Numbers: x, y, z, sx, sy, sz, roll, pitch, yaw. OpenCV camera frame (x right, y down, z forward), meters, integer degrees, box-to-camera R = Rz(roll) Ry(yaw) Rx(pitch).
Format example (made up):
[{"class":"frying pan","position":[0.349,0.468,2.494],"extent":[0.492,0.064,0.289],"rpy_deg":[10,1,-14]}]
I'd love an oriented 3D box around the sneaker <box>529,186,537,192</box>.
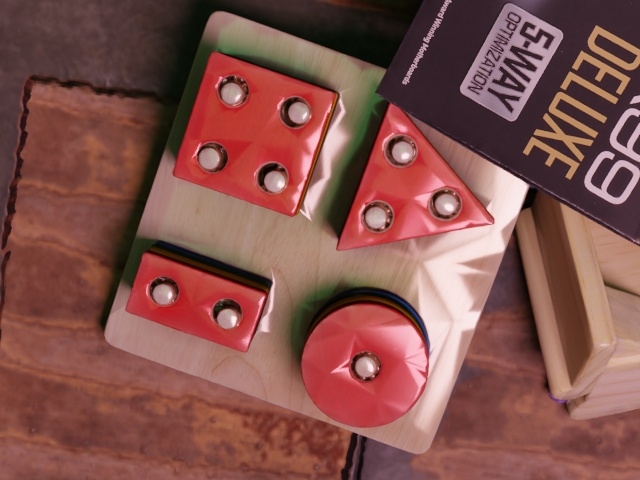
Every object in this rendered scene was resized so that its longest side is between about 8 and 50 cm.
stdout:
[{"class":"sneaker","position":[0.177,-0.071,1.026],"extent":[0.162,0.063,0.073],"rpy_deg":[9,102,4]}]

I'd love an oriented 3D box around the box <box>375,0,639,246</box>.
[{"class":"box","position":[0.211,-0.166,0.840],"extent":[0.242,0.076,0.307],"rpy_deg":[32,113,8]}]

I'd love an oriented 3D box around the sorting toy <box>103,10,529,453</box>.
[{"class":"sorting toy","position":[0.000,0.000,0.967],"extent":[0.255,0.089,0.257],"rpy_deg":[20,98,0]}]

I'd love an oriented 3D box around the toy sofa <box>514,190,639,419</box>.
[{"class":"toy sofa","position":[0.333,0.017,1.005],"extent":[0.362,0.177,0.150],"rpy_deg":[-7,67,-4]}]
